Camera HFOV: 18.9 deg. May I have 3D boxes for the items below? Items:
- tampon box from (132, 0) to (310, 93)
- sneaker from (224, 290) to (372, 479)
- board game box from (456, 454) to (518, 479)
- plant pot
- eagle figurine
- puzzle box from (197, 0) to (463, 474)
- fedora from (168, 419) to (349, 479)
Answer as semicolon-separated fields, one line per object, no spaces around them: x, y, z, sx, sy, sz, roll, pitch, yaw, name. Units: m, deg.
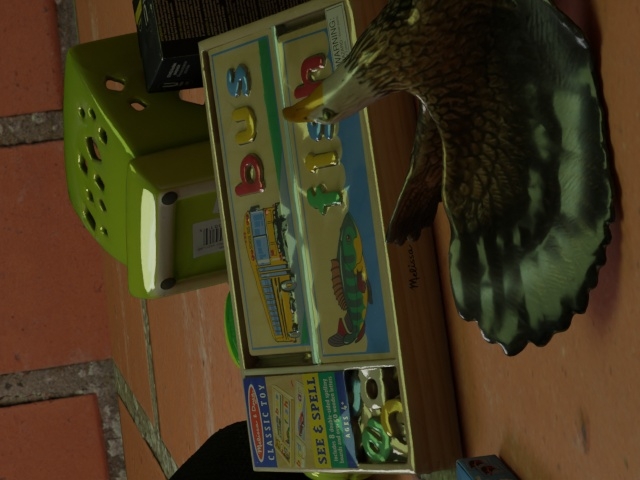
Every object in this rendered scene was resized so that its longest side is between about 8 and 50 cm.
-0.094;-0.216;1.891;0.120;0.161;0.101;135;126;-73;tampon box
-0.008;0.113;1.886;0.295;0.109;0.123;-127;39;-50;sneaker
0.152;0.272;1.424;0.211;0.039;0.160;-134;38;-67;board game box
-0.129;-0.076;2.009;0.227;0.228;0.207;96;153;-45;plant pot
0.086;-0.106;1.265;0.298;0.225;0.226;57;-135;-29;eagle figurine
0.000;0.000;1.685;0.272;0.052;0.409;-11;87;58;puzzle box
-0.065;0.287;1.970;0.334;0.334;0.152;103;-172;-56;fedora
